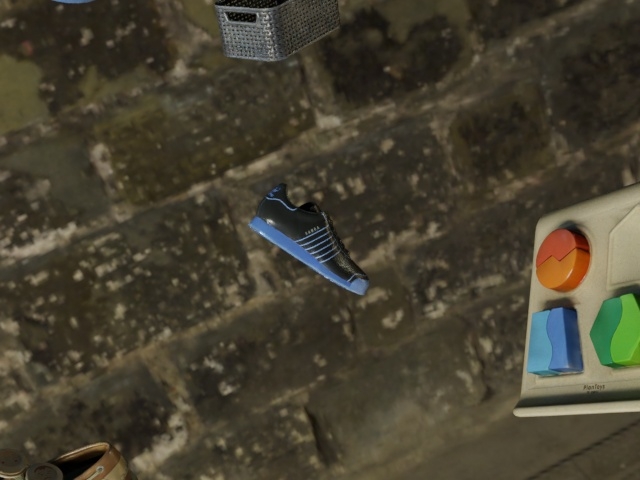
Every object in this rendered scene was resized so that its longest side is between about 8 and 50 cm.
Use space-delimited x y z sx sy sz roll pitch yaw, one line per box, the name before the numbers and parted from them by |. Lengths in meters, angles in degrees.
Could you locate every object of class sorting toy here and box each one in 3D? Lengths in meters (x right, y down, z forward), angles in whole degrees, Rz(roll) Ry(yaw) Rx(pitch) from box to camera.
sorting toy | 0.280 0.041 0.855 0.307 0.041 0.229 -23 50 61

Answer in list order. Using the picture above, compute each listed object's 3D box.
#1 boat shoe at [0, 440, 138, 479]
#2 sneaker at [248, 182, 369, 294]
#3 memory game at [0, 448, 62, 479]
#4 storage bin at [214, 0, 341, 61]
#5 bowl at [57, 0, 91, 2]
boat shoe | -0.435 0.382 1.408 0.324 0.119 0.122 -21 30 -15
sneaker | 0.000 0.000 1.517 0.090 0.232 0.081 -57 25 -3
memory game | -0.306 0.258 0.903 0.186 0.012 0.186 17 25 -8
storage bin | -0.064 -0.351 1.495 0.122 0.084 0.180 13 37 33
bowl | -0.294 -0.414 0.939 0.077 0.391 0.391 -22 26 25
